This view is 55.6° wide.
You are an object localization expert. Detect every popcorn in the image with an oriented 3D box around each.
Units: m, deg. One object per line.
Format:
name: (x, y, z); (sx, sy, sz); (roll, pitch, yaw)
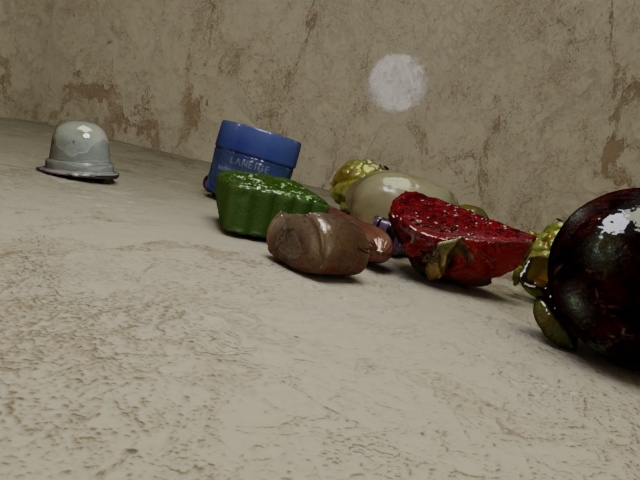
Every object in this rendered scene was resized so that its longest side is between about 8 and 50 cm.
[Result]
popcorn: (0.170, -0.181, 2.180); (0.252, 0.215, 0.286); (10, 2, 28)
popcorn: (0.600, 0.033, 1.535); (0.218, 0.169, 0.189); (17, 9, -15)

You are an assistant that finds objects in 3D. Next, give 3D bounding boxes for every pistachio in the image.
pistachio: (0.238, -0.106, 1.795); (0.332, 0.226, 0.207); (6, -33, 6)

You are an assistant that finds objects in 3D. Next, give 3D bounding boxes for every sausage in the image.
sausage: (0.060, -0.018, 1.357); (0.088, 0.087, 0.433); (10, 9, -21)

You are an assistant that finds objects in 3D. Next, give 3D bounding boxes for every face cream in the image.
face cream: (-0.202, -0.219, 1.814); (0.249, 0.224, 0.249); (15, 6, -2)

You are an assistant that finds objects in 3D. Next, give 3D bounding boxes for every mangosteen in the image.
mangosteen: (0.457, 0.061, 0.894); (0.288, 0.287, 0.288); (13, 8, -2)

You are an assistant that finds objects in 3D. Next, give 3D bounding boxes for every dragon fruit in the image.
dragon fruit: (0.240, 0.021, 1.236); (0.205, 0.151, 0.317); (-11, 29, -40)

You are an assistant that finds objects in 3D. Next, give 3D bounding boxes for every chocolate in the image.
chocolate: (-0.615, -0.236, 1.574); (0.222, 0.147, 0.221); (12, 5, -1)

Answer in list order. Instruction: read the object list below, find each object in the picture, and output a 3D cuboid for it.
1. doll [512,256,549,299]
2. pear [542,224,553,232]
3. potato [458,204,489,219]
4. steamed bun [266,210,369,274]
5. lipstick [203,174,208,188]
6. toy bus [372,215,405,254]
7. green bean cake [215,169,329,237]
doll: (0.539, 0.102, 1.222); (0.294, 0.119, 0.138); (11, -9, 22)
pear: (0.735, 0.045, 1.723); (0.293, 0.159, 0.292); (10, 6, -1)
potato: (0.430, -0.032, 1.856); (0.157, 0.157, 0.194); (5, -11, -41)
steamed bun: (0.000, 0.000, 1.071); (0.145, 0.106, 0.175); (5, 9, -43)
lipstick: (-0.263, -0.183, 2.054); (0.057, 0.057, 0.357); (17, 10, 28)
toy bus: (0.188, -0.010, 1.481); (0.099, 0.086, 0.178); (20, 10, 29)
green bean cake: (-0.118, -0.076, 1.331); (0.223, 0.124, 0.248); (9, 9, -23)
